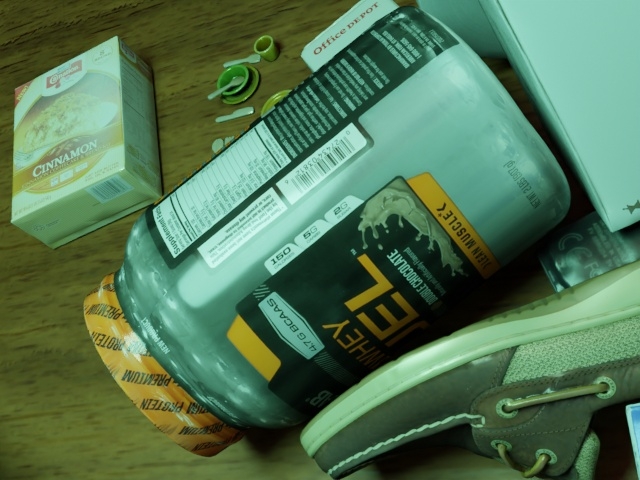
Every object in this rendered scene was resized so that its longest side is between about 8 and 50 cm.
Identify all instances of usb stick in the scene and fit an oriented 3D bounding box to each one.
[{"bbox_3d":[0.294,-0.030,0.699,0.278,0.045,0.077,-28,60,13],"label":"usb stick"}]

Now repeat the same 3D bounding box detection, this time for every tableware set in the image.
[{"bbox_3d":[-0.066,-0.138,0.972,0.104,0.024,0.154,-10,59,24],"label":"tableware set"}]

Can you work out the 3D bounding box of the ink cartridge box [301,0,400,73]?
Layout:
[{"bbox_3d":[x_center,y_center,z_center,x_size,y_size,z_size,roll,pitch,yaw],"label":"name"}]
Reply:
[{"bbox_3d":[0.059,-0.152,0.889,0.099,0.056,0.135,-39,52,5],"label":"ink cartridge box"}]

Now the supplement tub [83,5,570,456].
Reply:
[{"bbox_3d":[0.000,0.000,0.741,0.338,0.207,0.207,-39,52,5],"label":"supplement tub"}]

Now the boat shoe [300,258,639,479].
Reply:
[{"bbox_3d":[0.151,0.110,0.648,0.342,0.123,0.123,-24,74,13],"label":"boat shoe"}]

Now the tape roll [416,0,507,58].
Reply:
[{"bbox_3d":[0.172,-0.253,0.779,0.219,0.219,0.072,-26,54,14],"label":"tape roll"}]

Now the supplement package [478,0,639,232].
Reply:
[{"bbox_3d":[0.220,-0.178,0.659,0.204,0.262,0.145,-29,32,12],"label":"supplement package"}]

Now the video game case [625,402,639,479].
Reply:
[{"bbox_3d":[0.220,0.237,0.462,0.061,0.244,0.269,-14,58,21],"label":"video game case"}]

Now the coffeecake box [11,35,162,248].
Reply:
[{"bbox_3d":[-0.250,-0.105,1.028,0.142,0.068,0.185,-23,54,17],"label":"coffeecake box"}]
